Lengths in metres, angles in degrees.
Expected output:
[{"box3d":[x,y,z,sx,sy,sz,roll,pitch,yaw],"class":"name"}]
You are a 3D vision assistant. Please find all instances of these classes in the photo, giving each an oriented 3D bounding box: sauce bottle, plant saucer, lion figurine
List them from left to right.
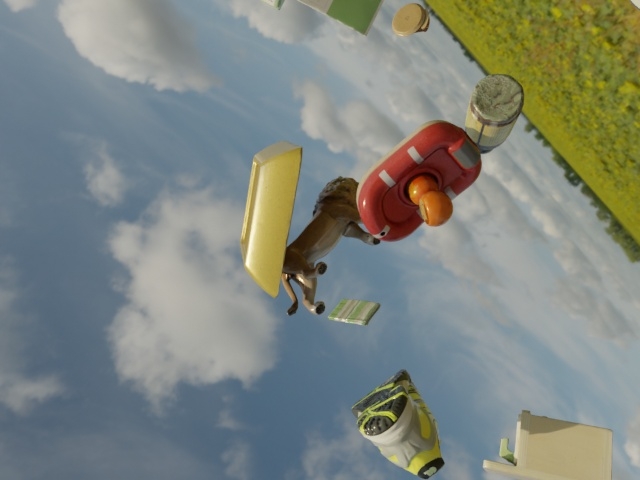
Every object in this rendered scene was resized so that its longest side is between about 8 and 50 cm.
[{"box3d":[-0.130,-0.071,1.307,0.081,0.332,0.333,9,-169,-13],"class":"plant saucer"},{"box3d":[0.000,0.000,1.378,0.240,0.392,0.142,29,158,48],"class":"lion figurine"},{"box3d":[0.388,-0.274,1.276,0.111,0.111,0.344,52,-175,9],"class":"sauce bottle"}]

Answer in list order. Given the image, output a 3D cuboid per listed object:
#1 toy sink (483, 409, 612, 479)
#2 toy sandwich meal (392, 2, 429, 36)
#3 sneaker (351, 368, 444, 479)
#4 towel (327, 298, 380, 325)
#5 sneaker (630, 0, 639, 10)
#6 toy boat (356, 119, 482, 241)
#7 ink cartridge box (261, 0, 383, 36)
[{"box3d":[0.471,0.439,1.159,0.153,0.234,0.131,53,-134,-57],"class":"toy sink"},{"box3d":[0.195,-0.473,1.194,0.029,0.085,0.085,22,-146,-54],"class":"toy sandwich meal"},{"box3d":[0.156,0.364,1.105,0.147,0.145,0.385,51,-174,7],"class":"sneaker"},{"box3d":[0.114,0.240,1.857,0.113,0.152,0.023,-44,-55,-43],"class":"towel"},{"box3d":[0.571,-0.534,1.026,0.148,0.131,0.350,59,-158,-67],"class":"sneaker"},{"box3d":[0.174,-0.079,0.936,0.151,0.231,0.151,36,-157,-35],"class":"toy boat"},{"box3d":[-0.016,-0.379,0.717,0.235,0.171,0.056,27,172,-8],"class":"ink cartridge box"}]
